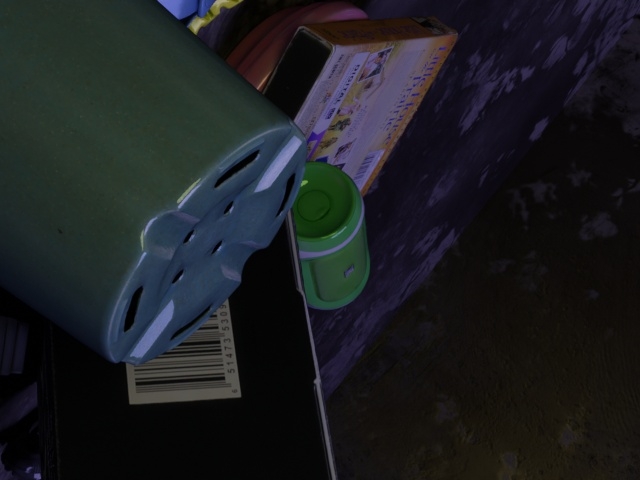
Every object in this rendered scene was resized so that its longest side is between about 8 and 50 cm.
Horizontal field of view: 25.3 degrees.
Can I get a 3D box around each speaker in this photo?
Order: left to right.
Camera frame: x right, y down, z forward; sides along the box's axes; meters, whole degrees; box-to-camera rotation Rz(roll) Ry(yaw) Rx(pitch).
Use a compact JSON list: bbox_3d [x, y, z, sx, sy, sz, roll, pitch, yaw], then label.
[{"bbox_3d":[0.000,0.000,1.887,0.131,0.131,0.296,-49,165,-12],"label":"speaker"}]

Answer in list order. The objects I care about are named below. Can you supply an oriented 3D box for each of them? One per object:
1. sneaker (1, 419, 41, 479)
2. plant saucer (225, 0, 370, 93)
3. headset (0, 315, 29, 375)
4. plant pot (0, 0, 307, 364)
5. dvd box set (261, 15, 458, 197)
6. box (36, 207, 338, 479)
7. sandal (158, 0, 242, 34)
[{"bbox_3d":[-0.373,0.265,2.042,0.106,0.078,0.234,-61,166,19],"label":"sneaker"},{"bbox_3d":[-0.063,-0.187,1.911,0.332,0.084,0.332,-48,164,-19],"label":"plant saucer"},{"bbox_3d":[-0.404,0.097,1.168,0.394,0.243,0.185,27,68,-70],"label":"headset"},{"bbox_3d":[-0.214,-0.088,1.232,0.341,0.334,0.341,-47,163,-20],"label":"plant pot"},{"bbox_3d":[0.018,-0.159,1.934,0.307,0.062,0.420,-59,163,23],"label":"dvd box set"},{"bbox_3d":[-0.180,0.242,1.686,0.297,0.479,0.471,-3,145,-12],"label":"box"},{"bbox_3d":[-0.180,-0.225,1.452,0.317,0.126,0.138,-59,162,-6],"label":"sandal"}]
